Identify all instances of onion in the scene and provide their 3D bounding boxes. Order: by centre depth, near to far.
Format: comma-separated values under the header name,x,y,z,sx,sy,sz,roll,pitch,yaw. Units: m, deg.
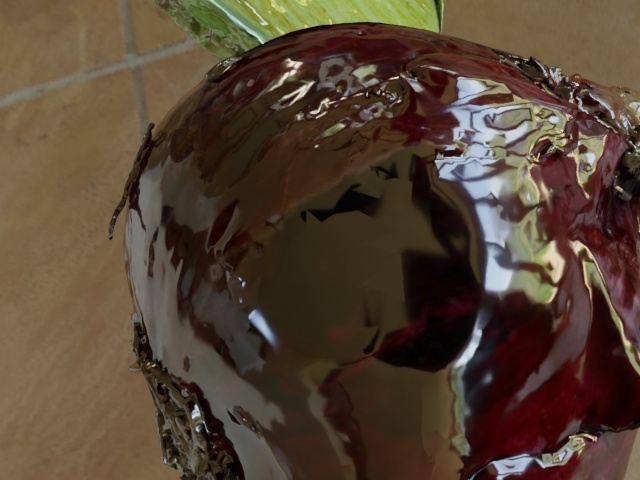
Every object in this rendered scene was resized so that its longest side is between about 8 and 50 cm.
name,x,y,z,sx,sy,sz,roll,pitch,yaw
onion,0.033,0.042,0.451,0.280,0.221,0.281,2,76,-10

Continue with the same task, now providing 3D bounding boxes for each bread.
name,x,y,z,sx,sy,sz,roll,pitch,yaw
bread,-0.036,-0.218,0.717,0.045,0.301,0.301,-39,64,41
